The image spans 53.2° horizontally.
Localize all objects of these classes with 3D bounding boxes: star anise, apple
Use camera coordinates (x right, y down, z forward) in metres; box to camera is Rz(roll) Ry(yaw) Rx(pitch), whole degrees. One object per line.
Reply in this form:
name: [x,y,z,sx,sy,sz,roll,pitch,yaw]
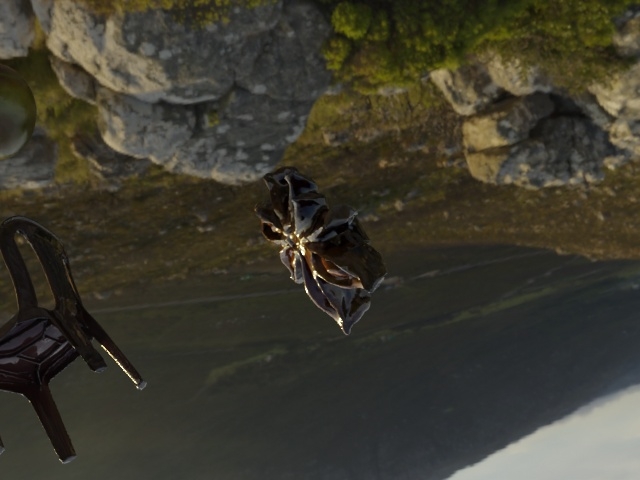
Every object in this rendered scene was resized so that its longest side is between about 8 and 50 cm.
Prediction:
star anise: [0.004,0.005,0.800,0.099,0.220,0.214,-30,170,-17]
apple: [-0.297,-0.115,0.566,0.089,0.090,0.074,-18,146,7]

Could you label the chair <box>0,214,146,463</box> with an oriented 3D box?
chair: [-0.430,0.140,0.968,0.183,0.326,0.175,-41,151,-2]
